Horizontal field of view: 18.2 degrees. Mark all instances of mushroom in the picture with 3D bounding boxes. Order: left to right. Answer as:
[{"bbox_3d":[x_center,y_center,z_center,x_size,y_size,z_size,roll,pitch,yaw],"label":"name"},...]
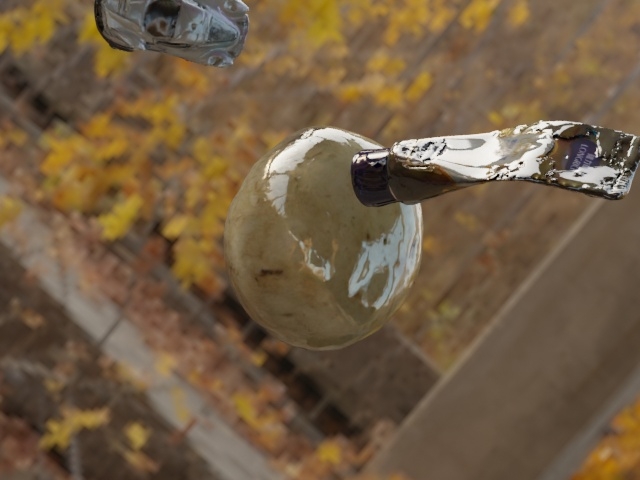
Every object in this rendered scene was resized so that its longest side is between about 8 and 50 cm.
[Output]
[{"bbox_3d":[0.000,0.000,1.459,0.166,0.166,0.127,28,-16,-39],"label":"mushroom"}]

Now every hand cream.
[{"bbox_3d":[0.095,-0.041,1.107,0.062,0.163,0.039,-54,133,-50],"label":"hand cream"}]

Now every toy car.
[{"bbox_3d":[-0.076,-0.113,1.028,0.093,0.041,0.025,6,12,-45],"label":"toy car"}]
